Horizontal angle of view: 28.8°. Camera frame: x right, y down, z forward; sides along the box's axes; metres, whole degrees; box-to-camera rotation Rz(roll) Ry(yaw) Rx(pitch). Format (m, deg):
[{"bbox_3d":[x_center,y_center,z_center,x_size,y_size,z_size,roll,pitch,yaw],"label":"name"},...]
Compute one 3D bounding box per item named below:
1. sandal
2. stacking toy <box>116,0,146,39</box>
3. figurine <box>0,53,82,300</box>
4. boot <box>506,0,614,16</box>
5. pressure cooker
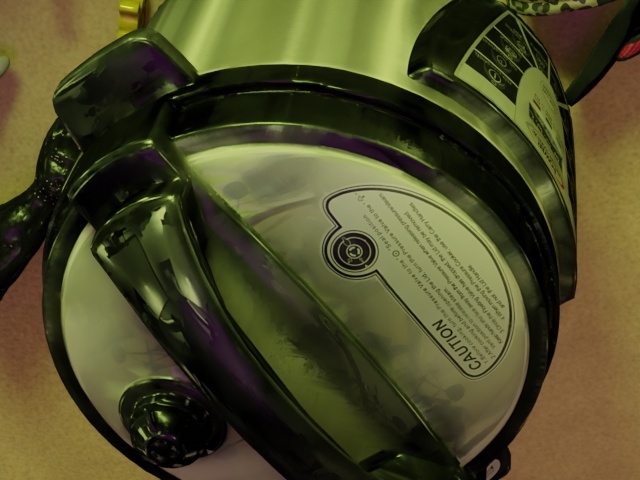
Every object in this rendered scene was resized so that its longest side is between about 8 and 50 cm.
[{"bbox_3d":[0.253,-0.166,0.982,0.040,0.067,0.179,43,137,14],"label":"sandal"},{"bbox_3d":[-0.215,-0.267,0.997,0.167,0.052,0.221,11,124,-2],"label":"stacking toy"},{"bbox_3d":[-0.316,-0.072,1.130,0.215,0.092,0.209,40,113,-18],"label":"figurine"},{"bbox_3d":[0.220,-0.272,0.914,0.236,0.085,0.178,-11,126,18],"label":"boot"},{"bbox_3d":[-0.004,0.004,0.928,0.370,0.420,0.375,12,125,0],"label":"pressure cooker"}]
